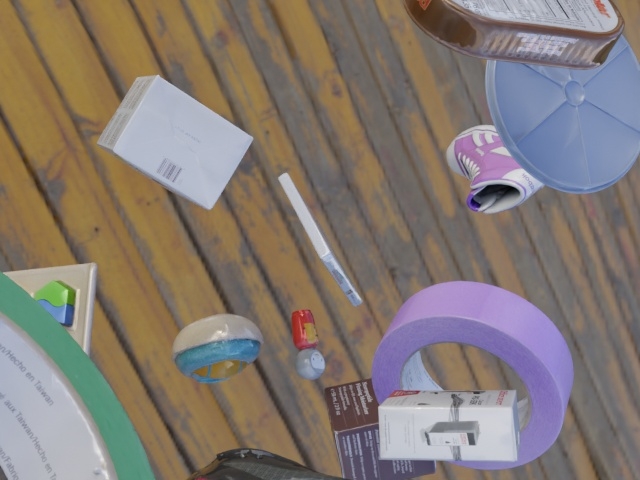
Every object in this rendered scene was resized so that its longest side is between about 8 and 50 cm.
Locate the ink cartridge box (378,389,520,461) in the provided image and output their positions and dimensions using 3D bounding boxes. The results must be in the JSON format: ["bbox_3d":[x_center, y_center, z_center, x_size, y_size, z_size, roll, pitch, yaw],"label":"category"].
[{"bbox_3d":[0.135,0.189,0.909,0.099,0.135,0.056,-4,91,-75],"label":"ink cartridge box"}]

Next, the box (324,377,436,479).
[{"bbox_3d":[0.127,0.409,1.901,0.203,0.168,0.167,-12,116,-4],"label":"box"}]

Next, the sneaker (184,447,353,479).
[{"bbox_3d":[-0.105,0.310,0.841,0.483,0.202,0.185,10,106,-27],"label":"sneaker"}]

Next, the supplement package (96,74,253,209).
[{"bbox_3d":[-0.258,-0.172,1.526,0.194,0.203,0.149,33,86,-23],"label":"supplement package"}]

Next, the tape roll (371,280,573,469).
[{"bbox_3d":[0.216,0.196,1.260,0.275,0.275,0.090,62,34,-18],"label":"tape roll"}]

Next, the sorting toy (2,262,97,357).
[{"bbox_3d":[-0.387,0.129,1.168,0.038,0.208,0.193,28,58,-58],"label":"sorting toy"}]

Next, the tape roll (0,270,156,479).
[{"bbox_3d":[-0.214,0.128,0.465,0.321,0.077,0.321,50,13,-15],"label":"tape roll"}]

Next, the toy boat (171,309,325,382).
[{"bbox_3d":[-0.150,0.235,1.840,0.318,0.267,0.148,-6,73,-14],"label":"toy boat"}]

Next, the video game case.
[{"bbox_3d":[0.000,0.000,1.747,0.227,0.026,0.206,61,3,37],"label":"video game case"}]

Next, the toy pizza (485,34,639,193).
[{"bbox_3d":[0.246,-0.145,0.886,0.201,0.032,0.201,3,82,-23],"label":"toy pizza"}]

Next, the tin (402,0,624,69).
[{"bbox_3d":[0.158,-0.187,0.706,0.190,0.040,0.106,1,55,-22],"label":"tin"}]

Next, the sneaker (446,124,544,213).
[{"bbox_3d":[0.279,-0.119,1.527,0.161,0.282,0.102,-41,111,-19],"label":"sneaker"}]
